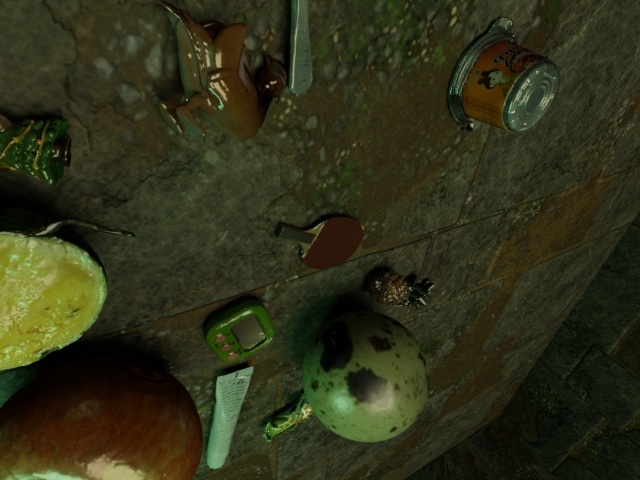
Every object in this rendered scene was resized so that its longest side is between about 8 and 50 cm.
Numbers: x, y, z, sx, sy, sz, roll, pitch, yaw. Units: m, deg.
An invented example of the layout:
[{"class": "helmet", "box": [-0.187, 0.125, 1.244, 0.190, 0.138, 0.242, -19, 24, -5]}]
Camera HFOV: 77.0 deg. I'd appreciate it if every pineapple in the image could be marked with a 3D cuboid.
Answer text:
[{"class": "pineapple", "box": [0.197, 0.119, 0.997, 0.221, 0.083, 0.103, 17, 114, -47]}]

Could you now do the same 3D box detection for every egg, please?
[{"class": "egg", "box": [0.112, 0.314, 0.944, 0.287, 0.287, 0.379, -47, 146, 5]}]

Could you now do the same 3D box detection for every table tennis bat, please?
[{"class": "table tennis bat", "box": [0.000, 0.000, 0.794, 0.220, 0.019, 0.130, 12, 117, -45]}]

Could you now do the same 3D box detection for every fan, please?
[{"class": "fan", "box": [-0.025, -0.324, 0.491, 0.057, 0.023, 0.281, -44, 147, -44]}]

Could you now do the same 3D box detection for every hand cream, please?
[{"class": "hand cream", "box": [-0.225, 0.430, 0.959, 0.085, 0.058, 0.331, -4, 126, -33]}]

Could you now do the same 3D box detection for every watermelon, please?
[{"class": "watermelon", "box": [-0.365, 0.040, 0.465, 0.204, 0.127, 0.232, 14, 117, -43]}]

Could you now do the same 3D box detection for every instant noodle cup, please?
[{"class": "instant noodle cup", "box": [0.343, -0.278, 0.737, 0.178, 0.125, 0.208, -28, 137, -15]}]

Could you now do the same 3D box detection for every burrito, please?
[{"class": "burrito", "box": [-0.038, 0.460, 1.131, 0.288, 0.054, 0.104, -28, 137, -15]}]

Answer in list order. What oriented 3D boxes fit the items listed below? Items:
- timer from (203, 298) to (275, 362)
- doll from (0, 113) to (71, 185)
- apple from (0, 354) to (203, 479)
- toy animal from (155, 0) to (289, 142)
[{"class": "timer", "box": [-0.160, 0.181, 0.806, 0.128, 0.047, 0.140, -28, 137, -13]}, {"class": "doll", "box": [-0.325, -0.095, 0.420, 0.113, 0.076, 0.078, -4, 135, -34]}, {"class": "apple", "box": [-0.350, 0.318, 0.650, 0.278, 0.250, 0.309, -30, 118, 9]}, {"class": "toy animal", "box": [-0.115, -0.209, 0.488, 0.179, 0.089, 0.188, -45, 142, -23]}]
